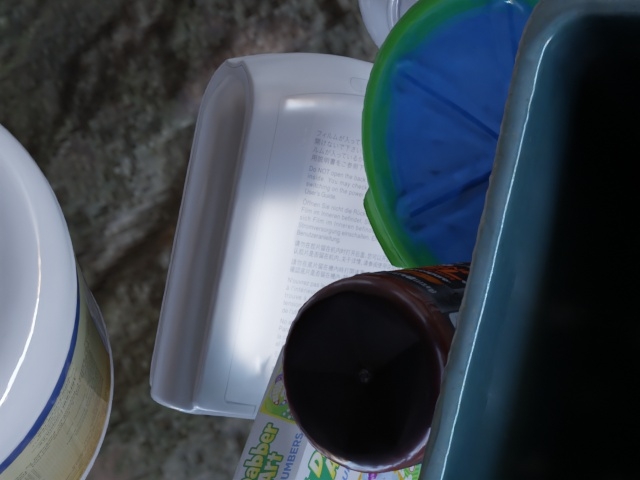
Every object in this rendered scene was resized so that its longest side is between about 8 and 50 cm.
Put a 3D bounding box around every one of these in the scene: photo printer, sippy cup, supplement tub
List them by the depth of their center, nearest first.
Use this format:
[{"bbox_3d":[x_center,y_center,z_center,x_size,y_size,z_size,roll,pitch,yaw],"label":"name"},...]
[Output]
[{"bbox_3d":[-0.233,0.064,0.848,0.228,0.228,0.316,-23,165,-9],"label":"supplement tub"},{"bbox_3d":[0.071,0.065,0.875,0.106,0.106,0.198,-40,162,27],"label":"supplement tub"},{"bbox_3d":[0.184,-0.075,1.020,0.224,0.305,0.240,-22,121,-45],"label":"sippy cup"},{"bbox_3d":[0.000,0.000,1.312,0.256,0.308,0.107,9,-178,-33],"label":"photo printer"}]

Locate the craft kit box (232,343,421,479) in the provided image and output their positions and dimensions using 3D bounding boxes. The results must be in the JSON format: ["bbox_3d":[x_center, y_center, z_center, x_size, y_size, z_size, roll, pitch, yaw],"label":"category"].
[{"bbox_3d":[0.005,0.243,1.118,0.061,0.250,0.247,-2,143,32],"label":"craft kit box"}]

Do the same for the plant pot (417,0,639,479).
[{"bbox_3d":[0.225,0.058,0.678,0.247,0.248,0.252,6,164,33],"label":"plant pot"}]

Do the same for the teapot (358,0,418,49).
[{"bbox_3d":[0.149,-0.268,1.703,0.256,0.187,0.253,-2,119,10],"label":"teapot"}]
